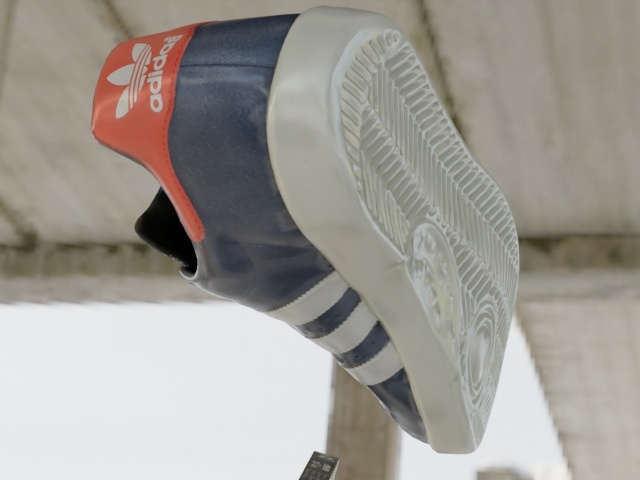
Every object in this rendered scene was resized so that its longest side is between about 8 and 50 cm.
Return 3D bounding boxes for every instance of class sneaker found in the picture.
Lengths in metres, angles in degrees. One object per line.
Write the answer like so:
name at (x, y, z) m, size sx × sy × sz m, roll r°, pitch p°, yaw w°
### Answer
sneaker at (0.000, 0.000, 0.818) m, size 0.148 × 0.131 × 0.350 m, roll 4°, pitch -29°, yaw 22°

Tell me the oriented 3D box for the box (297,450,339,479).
box at (-0.010, 0.174, 1.022) m, size 0.018 × 0.067 × 0.083 m, roll 17°, pitch 9°, yaw 6°
